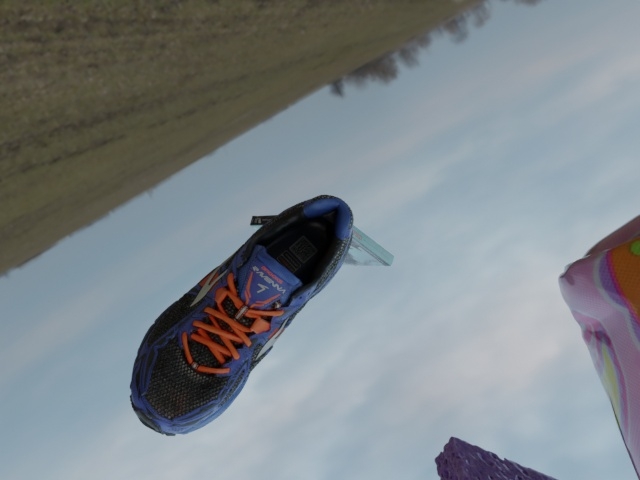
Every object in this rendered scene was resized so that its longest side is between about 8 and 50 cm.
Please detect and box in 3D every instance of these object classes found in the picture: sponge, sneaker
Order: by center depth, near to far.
[{"bbox_3d":[-0.053,0.040,0.633,0.221,0.083,0.087,-52,179,-26],"label":"sneaker"},{"bbox_3d":[0.197,0.237,0.730,0.031,0.210,0.117,-62,-167,18],"label":"sponge"}]

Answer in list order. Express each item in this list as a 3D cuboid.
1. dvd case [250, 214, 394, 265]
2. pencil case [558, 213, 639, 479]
[{"bbox_3d":[0.000,0.000,0.863,0.119,0.087,0.013,-1,-119,45],"label":"dvd case"},{"bbox_3d":[0.188,0.111,0.304,0.124,0.284,0.124,-22,167,-5],"label":"pencil case"}]
